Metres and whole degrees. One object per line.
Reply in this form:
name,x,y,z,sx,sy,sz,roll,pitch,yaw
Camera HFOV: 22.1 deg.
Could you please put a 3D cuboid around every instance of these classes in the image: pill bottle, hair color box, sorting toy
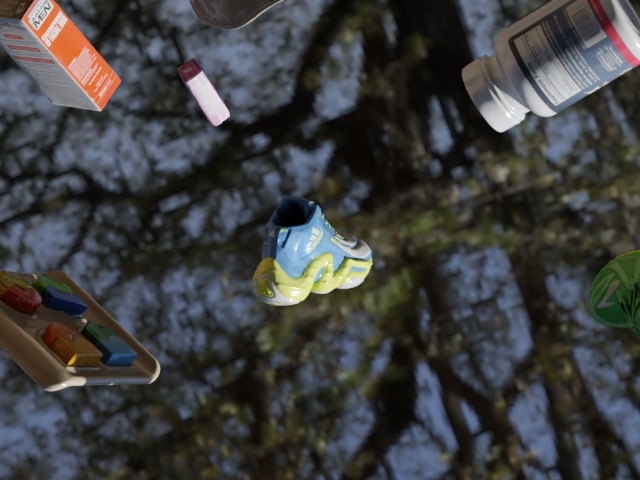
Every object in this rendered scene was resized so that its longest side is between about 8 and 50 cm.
pill bottle,0.244,-0.193,1.717,0.180,0.108,0.108,-31,-165,21
hair color box,-0.324,-0.230,1.957,0.093,0.167,0.053,12,-117,39
sorting toy,-0.288,0.089,1.795,0.038,0.193,0.208,-55,159,16

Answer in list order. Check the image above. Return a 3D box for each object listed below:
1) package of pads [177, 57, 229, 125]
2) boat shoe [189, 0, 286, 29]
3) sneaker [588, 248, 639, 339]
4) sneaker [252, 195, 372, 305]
package of pads,-0.155,-0.197,2.181,0.032,0.083,0.050,-33,-145,-1
boat shoe,-0.062,-0.272,1.719,0.065,0.075,0.206,-29,-168,-37
sneaker,0.433,0.080,2.108,0.123,0.109,0.295,-33,-167,-26
sneaker,0.000,0.000,2.085,0.091,0.126,0.240,12,-162,25
